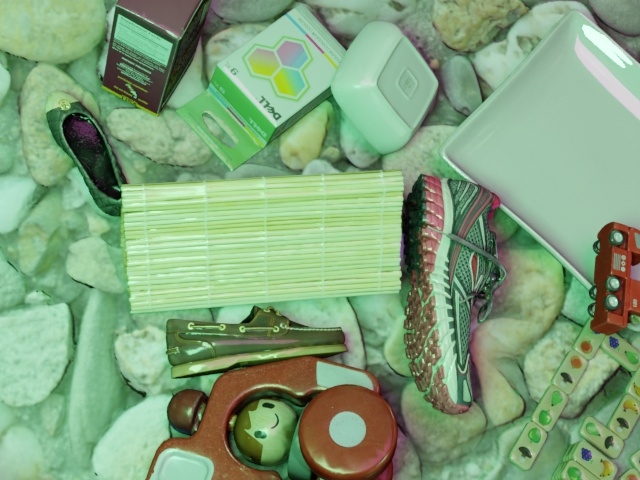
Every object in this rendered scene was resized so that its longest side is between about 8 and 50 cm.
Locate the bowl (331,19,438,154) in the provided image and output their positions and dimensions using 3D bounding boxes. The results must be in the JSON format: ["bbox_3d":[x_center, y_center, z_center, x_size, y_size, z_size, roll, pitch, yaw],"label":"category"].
[{"bbox_3d":[0.093,-0.197,1.307,0.142,0.053,0.142,48,58,-32],"label":"bowl"}]

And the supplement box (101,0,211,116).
[{"bbox_3d":[-0.189,-0.241,1.195,0.081,0.188,0.104,27,64,-5],"label":"supplement box"}]

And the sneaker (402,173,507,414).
[{"bbox_3d":[0.165,0.058,1.223,0.112,0.121,0.299,7,68,-9],"label":"sneaker"}]

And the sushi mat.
[{"bbox_3d":[-0.064,0.002,1.152,0.317,0.019,0.151,-4,112,-5],"label":"sushi mat"}]

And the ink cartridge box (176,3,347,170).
[{"bbox_3d":[-0.065,-0.193,1.286,0.209,0.062,0.109,-41,85,-26],"label":"ink cartridge box"}]

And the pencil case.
[{"bbox_3d":[0.000,0.000,1.217,0.206,0.086,0.088,10,62,-13],"label":"pencil case"}]

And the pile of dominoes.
[{"bbox_3d":[0.363,0.238,1.263,0.196,0.040,0.251,38,64,0],"label":"pile of dominoes"}]

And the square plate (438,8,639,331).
[{"bbox_3d":[0.375,-0.101,1.395,0.347,0.049,0.344,43,63,2],"label":"square plate"}]

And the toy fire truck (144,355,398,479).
[{"bbox_3d":[-0.061,0.257,1.070,0.254,0.169,0.302,13,64,8],"label":"toy fire truck"}]

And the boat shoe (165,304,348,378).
[{"bbox_3d":[-0.071,0.108,1.159,0.207,0.073,0.073,-4,76,-18],"label":"boat shoe"}]

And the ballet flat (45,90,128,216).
[{"bbox_3d":[-0.266,-0.106,1.197,0.057,0.049,0.173,-28,80,-26],"label":"ballet flat"}]

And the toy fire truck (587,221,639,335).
[{"bbox_3d":[0.405,0.081,1.282,0.135,0.047,0.192,16,67,-12],"label":"toy fire truck"}]
